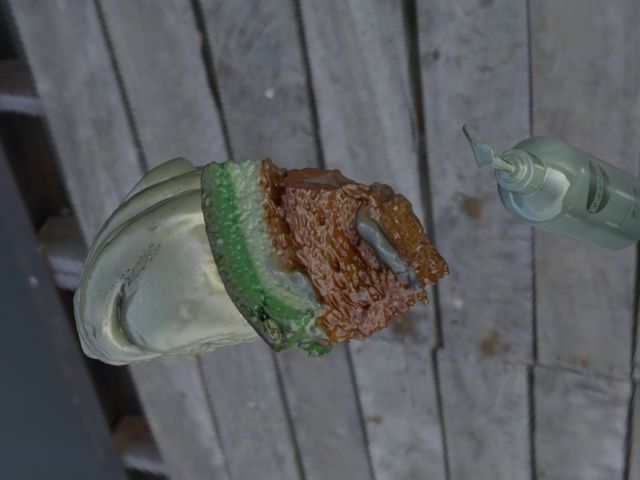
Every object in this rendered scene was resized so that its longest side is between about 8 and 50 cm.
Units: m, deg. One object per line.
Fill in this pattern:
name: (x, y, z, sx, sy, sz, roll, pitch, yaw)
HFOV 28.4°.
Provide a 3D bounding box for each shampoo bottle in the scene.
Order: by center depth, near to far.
shampoo bottle: (0.143, -0.031, 0.765, 0.056, 0.056, 0.195, -9, 168, 33)

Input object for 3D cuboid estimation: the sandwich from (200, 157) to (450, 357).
sandwich: (-0.005, -0.007, 1.015, 0.160, 0.184, 0.109, -29, 160, 6)

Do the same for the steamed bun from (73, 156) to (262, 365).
steamed bun: (-0.139, 0.014, 1.569, 0.339, 0.352, 0.247, -13, 85, 39)
